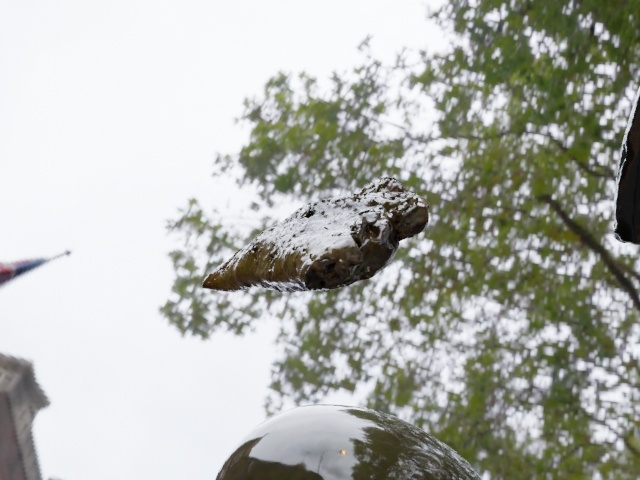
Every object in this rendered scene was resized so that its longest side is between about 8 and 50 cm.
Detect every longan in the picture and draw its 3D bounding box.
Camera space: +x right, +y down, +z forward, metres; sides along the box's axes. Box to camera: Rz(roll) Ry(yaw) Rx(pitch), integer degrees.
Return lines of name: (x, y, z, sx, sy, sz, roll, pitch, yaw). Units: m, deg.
longan: (0.027, 0.303, 0.966, 0.318, 0.319, 0.319, 10, -49, 12)

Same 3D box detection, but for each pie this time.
pie: (0.000, 0.000, 0.498, 0.034, 0.092, 0.170, 58, -17, -11)

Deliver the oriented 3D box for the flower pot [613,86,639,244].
flower pot: (0.461, -0.060, 0.846, 0.251, 0.379, 0.379, 30, -31, 51)
